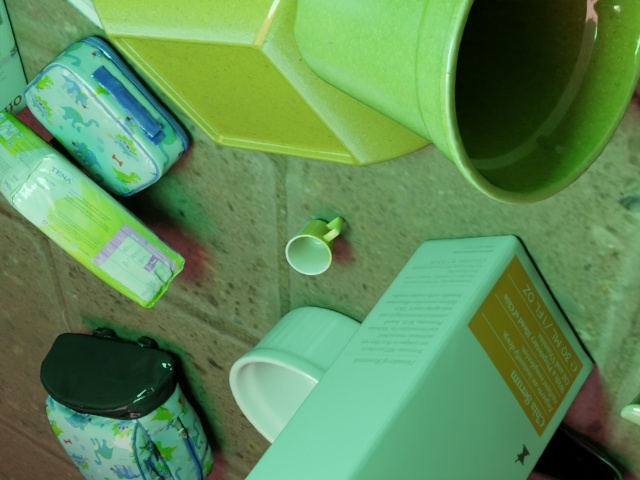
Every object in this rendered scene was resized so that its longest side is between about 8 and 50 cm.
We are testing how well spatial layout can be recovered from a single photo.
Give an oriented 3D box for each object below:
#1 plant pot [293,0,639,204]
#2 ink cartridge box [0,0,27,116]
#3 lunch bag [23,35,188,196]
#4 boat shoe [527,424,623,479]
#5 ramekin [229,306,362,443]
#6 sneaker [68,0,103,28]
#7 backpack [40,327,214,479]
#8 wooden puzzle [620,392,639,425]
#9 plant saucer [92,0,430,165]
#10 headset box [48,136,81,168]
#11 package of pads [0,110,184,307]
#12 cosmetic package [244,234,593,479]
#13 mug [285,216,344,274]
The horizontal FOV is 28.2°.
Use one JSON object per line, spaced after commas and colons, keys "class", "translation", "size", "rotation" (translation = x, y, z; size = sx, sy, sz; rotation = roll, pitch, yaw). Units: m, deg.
{"class": "plant pot", "translation": [0.119, -0.201, 1.173], "size": [0.254, 0.276, 0.276], "rotation": [25, 148, 42]}
{"class": "ink cartridge box", "translation": [-0.574, -0.271, 1.830], "size": [0.197, 0.198, 0.270], "rotation": [25, 145, 21]}
{"class": "lunch bag", "translation": [-0.295, -0.169, 1.772], "size": [0.219, 0.090, 0.176], "rotation": [47, 149, -13]}
{"class": "boat shoe", "translation": [0.257, 0.261, 1.734], "size": [0.355, 0.132, 0.130], "rotation": [29, 138, 0]}
{"class": "ramekin", "translation": [0.013, 0.228, 1.914], "size": [0.277, 0.135, 0.277], "rotation": [27, 147, 19]}
{"class": "sneaker", "translation": [-0.295, -0.338, 1.523], "size": [0.229, 0.087, 0.092], "rotation": [26, 146, -38]}
{"class": "backpack", "translation": [-0.348, 0.365, 2.391], "size": [0.290, 0.273, 0.355], "rotation": [9, 150, 30]}
{"class": "wooden puzzle", "translation": [0.437, 0.189, 1.302], "size": [0.221, 0.239, 0.044], "rotation": [23, 103, 23]}
{"class": "plant saucer", "translation": [-0.080, -0.189, 1.438], "size": [0.333, 0.081, 0.333], "rotation": [11, 157, 38]}
{"class": "headset box", "translation": [-0.399, -0.129, 1.985], "size": [0.062, 0.032, 0.083], "rotation": [42, 148, -6]}
{"class": "package of pads", "translation": [-0.353, -0.042, 1.858], "size": [0.296, 0.101, 0.229], "rotation": [42, 176, -36]}
{"class": "cosmetic package", "translation": [0.118, 0.225, 1.495], "size": [0.161, 0.453, 0.230], "rotation": [-3, 129, 48]}
{"class": "mug", "translation": [-0.001, 0.003, 1.708], "size": [0.078, 0.064, 0.062], "rotation": [-5, 119, 19]}
